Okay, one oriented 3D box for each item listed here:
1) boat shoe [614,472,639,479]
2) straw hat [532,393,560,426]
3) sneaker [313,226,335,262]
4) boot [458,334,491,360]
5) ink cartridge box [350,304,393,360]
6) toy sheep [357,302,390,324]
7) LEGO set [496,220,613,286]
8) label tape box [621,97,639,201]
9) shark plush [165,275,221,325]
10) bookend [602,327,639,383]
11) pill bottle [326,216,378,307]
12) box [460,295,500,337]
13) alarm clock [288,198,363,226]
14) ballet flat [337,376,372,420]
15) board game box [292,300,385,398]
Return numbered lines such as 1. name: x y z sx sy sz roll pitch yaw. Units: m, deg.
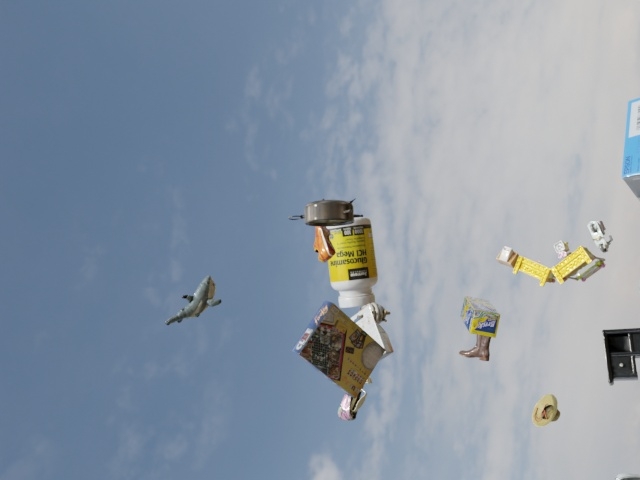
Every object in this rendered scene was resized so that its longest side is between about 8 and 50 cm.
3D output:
1. boat shoe: 0.696 0.519 1.336 0.040 0.142 0.049 -87 -5 -74
2. straw hat: 0.907 0.682 2.498 0.061 0.144 0.144 29 -117 -11
3. sneaker: 0.000 0.000 2.113 0.064 0.067 0.175 37 -153 -33
4. boot: 0.497 0.319 2.024 0.037 0.107 0.114 -2 -83 -56
5. ink cartridge box: 0.165 0.331 2.173 0.045 0.145 0.179 7 -125 -37
6. toy sheep: 0.193 0.264 2.267 0.132 0.091 0.091 6 -92 -24
7. LEGO set: 0.585 0.054 1.561 0.107 0.287 0.132 10 -112 -40
8. label tape box: 0.904 -0.177 1.637 0.348 0.115 0.249 38 -123 -36
9. shark plush: -0.336 0.161 1.640 0.161 0.073 0.067 -34 -64 -15
10. bookend: 0.911 0.337 1.838 0.072 0.156 0.157 35 -127 -58
11. pill bottle: 0.122 0.085 2.441 0.188 0.188 0.333 -4 -94 -57
12. box: 0.353 0.167 1.407 0.169 0.059 0.054 -36 -44 -82
13. alarm clock: 0.005 -0.070 1.652 0.129 0.192 0.064 15 -111 -69
14. ballet flat: 0.120 0.474 2.040 0.077 0.079 0.221 37 -116 -44
15. board game box: 0.055 0.300 1.732 0.243 0.042 0.165 44 -108 -29
